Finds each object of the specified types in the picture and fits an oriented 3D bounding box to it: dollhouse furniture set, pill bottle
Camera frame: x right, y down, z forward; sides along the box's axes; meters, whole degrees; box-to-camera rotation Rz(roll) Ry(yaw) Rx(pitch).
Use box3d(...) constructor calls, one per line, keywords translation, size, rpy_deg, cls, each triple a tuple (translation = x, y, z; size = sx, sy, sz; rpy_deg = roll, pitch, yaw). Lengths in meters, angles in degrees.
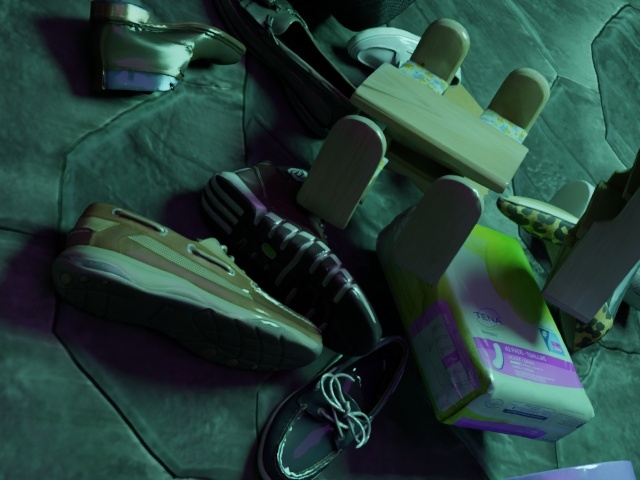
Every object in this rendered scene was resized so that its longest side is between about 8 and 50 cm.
box3d(translation=(0.239, -0.123, 1.271), size=(0.394, 0.256, 0.362), rpy_deg=(32, 37, 6), cls="dollhouse furniture set")
box3d(translation=(0.463, 0.006, 1.615), size=(0.229, 0.131, 0.131), rpy_deg=(32, 53, -21), cls="pill bottle")

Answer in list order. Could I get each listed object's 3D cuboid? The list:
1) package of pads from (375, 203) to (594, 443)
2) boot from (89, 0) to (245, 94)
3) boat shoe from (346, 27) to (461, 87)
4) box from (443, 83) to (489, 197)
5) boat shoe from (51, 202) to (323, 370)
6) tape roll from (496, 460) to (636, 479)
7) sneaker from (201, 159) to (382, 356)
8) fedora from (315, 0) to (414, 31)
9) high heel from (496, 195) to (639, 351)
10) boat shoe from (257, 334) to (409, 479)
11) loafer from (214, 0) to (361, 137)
box3d(translation=(0.205, 0.106, 1.335), size=(0.229, 0.101, 0.296), rpy_deg=(18, 42, -39), cls="package of pads")
box3d(translation=(-0.191, -0.219, 1.275), size=(0.219, 0.082, 0.106), rpy_deg=(8, 86, -40), cls="boot")
box3d(translation=(0.126, -0.260, 1.515), size=(0.184, 0.066, 0.063), rpy_deg=(10, 51, -31), cls="boat shoe")
box3d(translation=(0.202, -0.166, 1.570), size=(0.201, 0.021, 0.164), rpy_deg=(48, 48, -9), cls="box")
box3d(translation=(-0.131, 0.050, 1.147), size=(0.324, 0.123, 0.116), rpy_deg=(27, 53, -27), cls="boat shoe")
box3d(translation=(0.231, 0.325, 1.189), size=(0.275, 0.275, 0.090), rpy_deg=(3, 68, -37), cls="tape roll")
box3d(translation=(0.000, 0.000, 1.263), size=(0.281, 0.106, 0.162), rpy_deg=(48, 42, 5), cls="sneaker")
box3d(translation=(0.068, -0.407, 1.459), size=(0.152, 0.334, 0.334), rpy_deg=(63, 39, -38), cls="fedora")
box3d(translation=(0.334, 0.051, 1.501), size=(0.261, 0.093, 0.186), rpy_deg=(23, 101, -18), cls="high heel")
box3d(translation=(0.023, 0.198, 1.219), size=(0.254, 0.079, 0.095), rpy_deg=(-37, 93, -42), cls="boat shoe")
box3d(translation=(-0.036, -0.267, 1.391), size=(0.267, 0.084, 0.096), rpy_deg=(52, 48, -6), cls="loafer")
